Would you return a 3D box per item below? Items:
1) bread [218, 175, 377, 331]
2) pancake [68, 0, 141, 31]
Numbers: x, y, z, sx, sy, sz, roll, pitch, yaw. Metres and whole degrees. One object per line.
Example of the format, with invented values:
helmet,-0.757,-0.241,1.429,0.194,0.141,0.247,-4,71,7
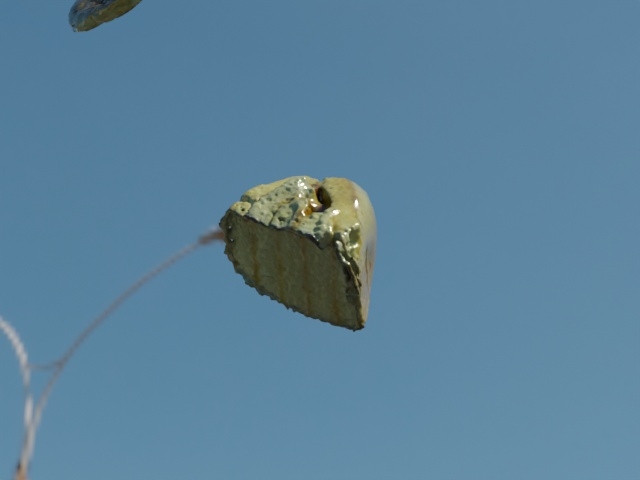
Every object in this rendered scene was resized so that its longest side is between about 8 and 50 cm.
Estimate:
bread,0.005,0.001,1.347,0.156,0.110,0.103,26,-47,34
pancake,-0.126,-0.187,1.115,0.129,0.116,0.022,-33,-69,22
